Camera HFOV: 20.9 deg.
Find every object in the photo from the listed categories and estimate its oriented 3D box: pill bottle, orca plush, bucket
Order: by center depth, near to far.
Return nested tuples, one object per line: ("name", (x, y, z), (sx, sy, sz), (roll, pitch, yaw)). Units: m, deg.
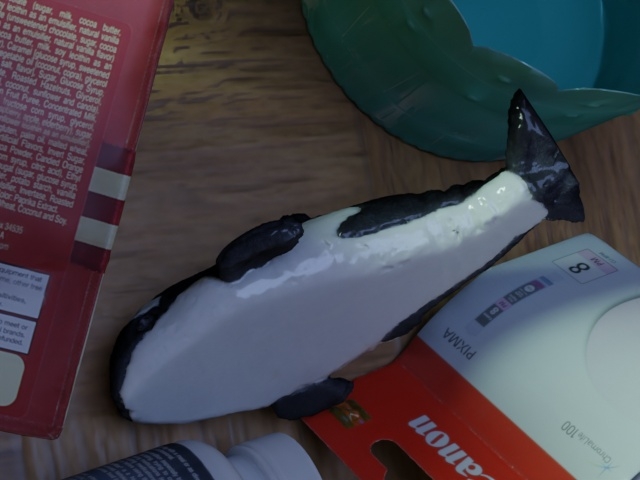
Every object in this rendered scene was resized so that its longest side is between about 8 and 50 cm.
("pill bottle", (-0.088, 0.167, 0.933), (0.180, 0.108, 0.108), (-17, 84, -28))
("orca plush", (0.000, 0.000, 1.003), (0.287, 0.102, 0.151), (-38, 134, 7))
("bucket", (0.127, -0.188, 1.085), (0.281, 0.183, 0.281), (7, 74, -24))

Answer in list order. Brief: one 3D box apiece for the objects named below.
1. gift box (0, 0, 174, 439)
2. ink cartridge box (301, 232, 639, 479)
("gift box", (-0.243, -0.034, 0.837), (0.255, 0.258, 0.276), (20, 89, -22))
("ink cartridge box", (0.129, 0.090, 1.022), (0.232, 0.189, 0.066), (-16, 128, -30))
